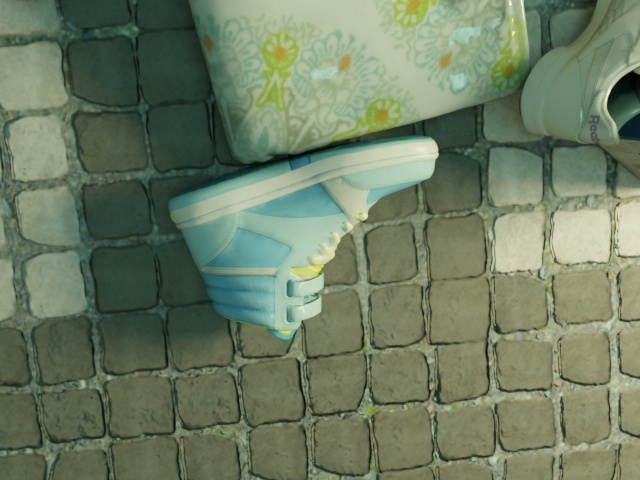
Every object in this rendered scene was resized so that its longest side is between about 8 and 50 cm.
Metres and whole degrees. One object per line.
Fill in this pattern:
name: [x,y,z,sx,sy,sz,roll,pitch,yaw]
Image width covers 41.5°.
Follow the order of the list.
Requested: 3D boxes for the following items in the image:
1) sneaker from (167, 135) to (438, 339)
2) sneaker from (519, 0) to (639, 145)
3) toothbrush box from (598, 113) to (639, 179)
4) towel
sneaker: [0.000,0.000,0.999,0.319,0.127,0.208,-15,98,5]
sneaker: [0.369,-0.224,0.974,0.305,0.152,0.114,-52,135,-9]
toothbrush box: [0.483,-0.200,0.976,0.126,0.216,0.295,35,92,-11]
towel: [0.046,-0.272,0.934,0.375,0.090,0.320,-15,118,-4]
